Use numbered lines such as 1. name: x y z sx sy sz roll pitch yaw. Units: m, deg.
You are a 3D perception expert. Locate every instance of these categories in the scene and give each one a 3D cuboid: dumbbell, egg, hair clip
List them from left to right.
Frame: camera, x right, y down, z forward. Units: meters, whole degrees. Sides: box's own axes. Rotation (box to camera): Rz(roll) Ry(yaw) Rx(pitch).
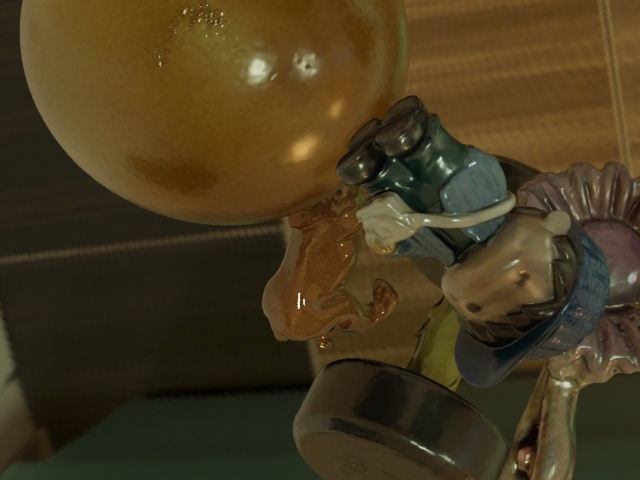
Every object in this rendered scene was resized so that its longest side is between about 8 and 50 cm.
1. egg: -0.081 -0.152 1.316 0.283 0.351 0.282 -9 113 -22
2. dumbbell: 0.126 0.096 1.654 0.204 0.322 0.203 23 154 12
3. hair clip: 0.201 0.084 1.358 0.173 0.069 0.300 16 91 2

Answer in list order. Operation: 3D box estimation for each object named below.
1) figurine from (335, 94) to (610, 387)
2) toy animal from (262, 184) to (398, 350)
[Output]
1. figurine: 0.071 0.000 0.823 0.086 0.087 0.149 -36 107 25
2. toy animal: 0.000 0.000 1.645 0.097 0.158 0.312 38 126 42
